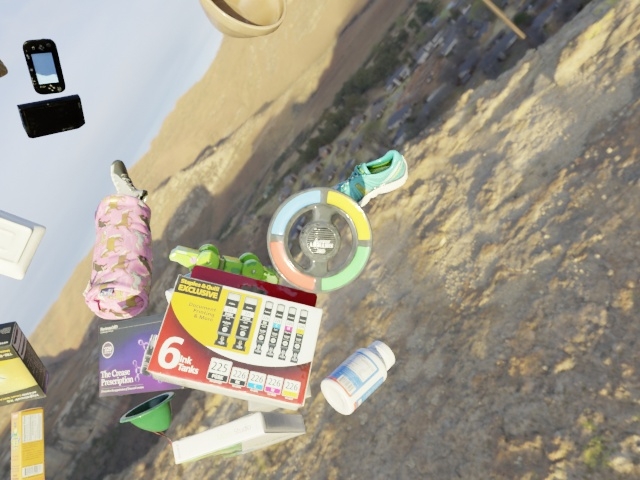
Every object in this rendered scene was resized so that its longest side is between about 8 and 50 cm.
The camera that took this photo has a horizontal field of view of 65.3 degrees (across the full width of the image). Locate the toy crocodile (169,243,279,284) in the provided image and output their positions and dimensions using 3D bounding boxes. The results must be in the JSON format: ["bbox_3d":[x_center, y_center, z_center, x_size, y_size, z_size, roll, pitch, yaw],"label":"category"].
[{"bbox_3d":[-0.280,0.084,1.496,0.115,0.341,0.105,-143,69,-69],"label":"toy crocodile"}]

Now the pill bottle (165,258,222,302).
[{"bbox_3d":[-0.472,0.187,1.985,0.264,0.146,0.146,-25,-3,-31],"label":"pill bottle"}]

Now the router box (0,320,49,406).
[{"bbox_3d":[-0.894,0.336,1.262,0.081,0.309,0.242,-112,16,-45],"label":"router box"}]

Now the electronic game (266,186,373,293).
[{"bbox_3d":[0.000,0.000,1.071,0.229,0.229,0.048,-58,10,-1],"label":"electronic game"}]

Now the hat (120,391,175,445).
[{"bbox_3d":[-0.504,0.598,1.576,0.173,0.183,0.208,-22,1,19],"label":"hat"}]

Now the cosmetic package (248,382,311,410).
[{"bbox_3d":[-0.148,0.503,1.723,0.238,0.107,0.127,-32,54,34],"label":"cosmetic package"}]

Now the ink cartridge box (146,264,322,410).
[{"bbox_3d":[-0.166,0.187,1.059,0.130,0.310,0.271,115,168,-65],"label":"ink cartridge box"}]

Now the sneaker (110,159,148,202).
[{"bbox_3d":[-0.749,-0.215,1.992,0.132,0.228,0.086,-5,10,23],"label":"sneaker"}]

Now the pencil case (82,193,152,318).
[{"bbox_3d":[-0.600,0.039,1.502,0.160,0.167,0.385,-27,51,19],"label":"pencil case"}]

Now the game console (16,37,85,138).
[{"bbox_3d":[-0.985,-0.542,1.790,0.213,0.044,0.361,-25,-36,-31],"label":"game console"}]

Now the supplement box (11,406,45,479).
[{"bbox_3d":[-0.918,0.650,1.566,0.078,0.080,0.233,-22,68,35],"label":"supplement box"}]

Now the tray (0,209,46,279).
[{"bbox_3d":[-0.799,-0.022,1.149,0.030,0.271,0.145,-21,50,54],"label":"tray"}]

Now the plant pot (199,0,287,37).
[{"bbox_3d":[-0.214,-0.595,1.257,0.110,0.237,0.237,-35,28,53],"label":"plant pot"}]

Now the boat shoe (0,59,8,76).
[{"bbox_3d":[-0.973,-0.445,1.349,0.096,0.098,0.277,-25,16,14],"label":"boat shoe"}]

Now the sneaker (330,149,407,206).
[{"bbox_3d":[0.113,-0.173,1.424,0.276,0.110,0.107,-28,52,4],"label":"sneaker"}]

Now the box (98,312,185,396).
[{"bbox_3d":[-0.420,0.283,1.244,0.262,0.103,0.184,-13,73,22],"label":"box"}]

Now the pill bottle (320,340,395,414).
[{"bbox_3d":[0.118,0.398,1.480,0.222,0.124,0.124,-33,0,-33],"label":"pill bottle"}]

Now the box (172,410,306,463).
[{"bbox_3d":[-0.194,0.507,1.288,0.233,0.322,0.058,-22,64,8],"label":"box"}]
